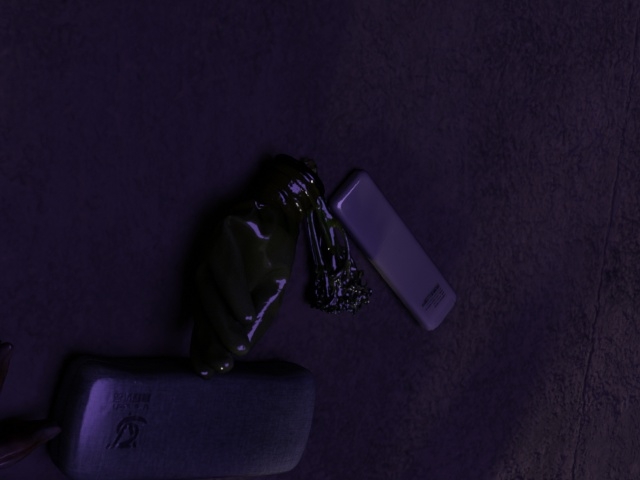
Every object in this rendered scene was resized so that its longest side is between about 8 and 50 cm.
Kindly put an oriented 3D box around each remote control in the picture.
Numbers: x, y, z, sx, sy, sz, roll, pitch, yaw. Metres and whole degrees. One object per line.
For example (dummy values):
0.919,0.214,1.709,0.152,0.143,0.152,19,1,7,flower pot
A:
0.093,0.015,1.574,0.067,0.029,0.261,-50,127,-14,remote control

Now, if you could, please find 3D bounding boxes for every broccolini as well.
0.010,0.000,1.476,0.074,0.058,0.201,-34,125,-35,broccolini

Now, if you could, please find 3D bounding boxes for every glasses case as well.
-0.146,0.198,1.399,0.323,0.074,0.131,7,98,-41,glasses case

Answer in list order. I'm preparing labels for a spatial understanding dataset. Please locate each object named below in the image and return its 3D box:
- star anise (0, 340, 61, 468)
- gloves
-0.374,0.221,1.204,0.288,0.088,0.288,-9,103,-44,star anise
-0.081,0.029,1.380,0.135,0.107,0.268,50,54,-47,gloves
